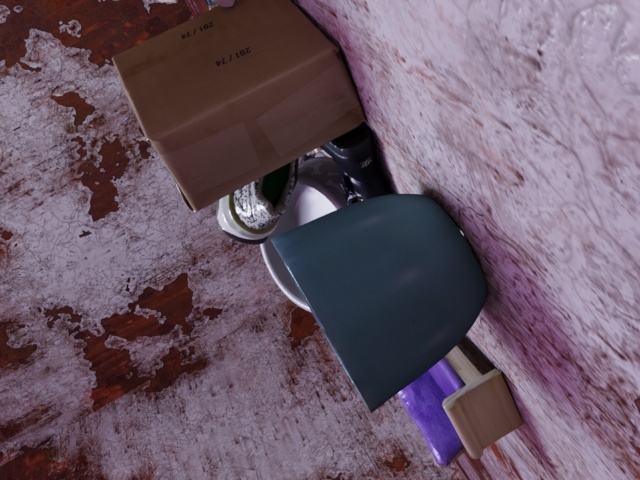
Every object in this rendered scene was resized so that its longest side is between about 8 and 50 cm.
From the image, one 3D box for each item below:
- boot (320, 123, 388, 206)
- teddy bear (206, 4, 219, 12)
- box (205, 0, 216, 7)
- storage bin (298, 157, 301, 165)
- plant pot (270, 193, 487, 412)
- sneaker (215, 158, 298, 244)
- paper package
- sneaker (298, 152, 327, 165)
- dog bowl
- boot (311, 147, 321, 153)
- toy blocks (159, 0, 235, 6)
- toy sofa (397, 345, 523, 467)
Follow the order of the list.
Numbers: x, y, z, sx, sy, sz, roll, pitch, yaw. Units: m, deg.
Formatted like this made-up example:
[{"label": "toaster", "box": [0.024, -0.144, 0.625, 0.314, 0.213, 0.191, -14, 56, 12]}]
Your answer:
[{"label": "boot", "box": [0.037, -0.146, 1.261, 0.246, 0.094, 0.207, 48, 165, 44]}, {"label": "teddy bear", "box": [-0.305, -0.555, 2.015, 0.245, 0.113, 0.338, 94, 166, -46]}, {"label": "box", "box": [-0.355, -0.792, 1.743, 0.293, 0.073, 0.295, 59, 177, 28]}, {"label": "storage bin", "box": [-0.143, -0.334, 1.971, 0.260, 0.123, 0.262, 60, 176, 6]}, {"label": "plant pot", "box": [0.099, 0.066, 1.022, 0.293, 0.235, 0.293, 59, 175, 8]}, {"label": "sneaker", "box": [-0.079, -0.198, 1.337, 0.182, 0.158, 0.410, -12, 68, 57]}, {"label": "paper package", "box": [-0.145, -0.253, 1.163, 0.309, 0.325, 0.168, 58, 175, 43]}, {"label": "sneaker", "box": [-0.051, -0.165, 1.813, 0.101, 0.153, 0.268, 62, 176, -20]}, {"label": "dog bowl", "box": [0.000, 0.000, 1.479, 0.349, 0.102, 0.349, 20, 119, 40]}, {"label": "boot", "box": [-0.026, -0.251, 1.634, 0.085, 0.059, 0.158, 64, 167, -11]}, {"label": "toy blocks", "box": [-0.281, -0.576, 1.127, 0.288, 0.309, 0.260, 50, -130, -67]}, {"label": "toy sofa", "box": [0.215, 0.254, 1.355, 0.150, 0.177, 0.362, 62, 176, -30]}]
